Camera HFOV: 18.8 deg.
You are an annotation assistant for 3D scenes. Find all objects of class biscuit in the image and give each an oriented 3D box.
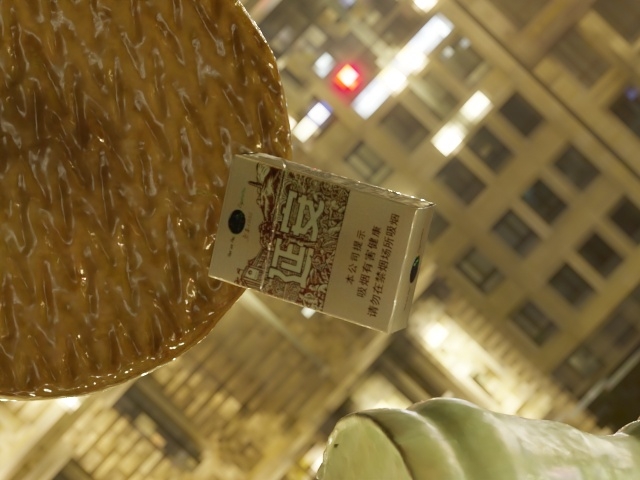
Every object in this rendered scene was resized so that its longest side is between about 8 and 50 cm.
[{"bbox_3d":[-0.142,-0.045,0.972,0.262,0.262,0.037,-47,167,-11],"label":"biscuit"}]

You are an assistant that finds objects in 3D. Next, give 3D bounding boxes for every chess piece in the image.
[{"bbox_3d":[0.238,0.224,1.639,0.442,0.234,0.234,-8,166,-24],"label":"chess piece"}]

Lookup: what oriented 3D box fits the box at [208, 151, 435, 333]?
[{"bbox_3d":[0.000,0.000,0.774,0.024,0.083,0.053,-16,120,-67],"label":"box"}]
